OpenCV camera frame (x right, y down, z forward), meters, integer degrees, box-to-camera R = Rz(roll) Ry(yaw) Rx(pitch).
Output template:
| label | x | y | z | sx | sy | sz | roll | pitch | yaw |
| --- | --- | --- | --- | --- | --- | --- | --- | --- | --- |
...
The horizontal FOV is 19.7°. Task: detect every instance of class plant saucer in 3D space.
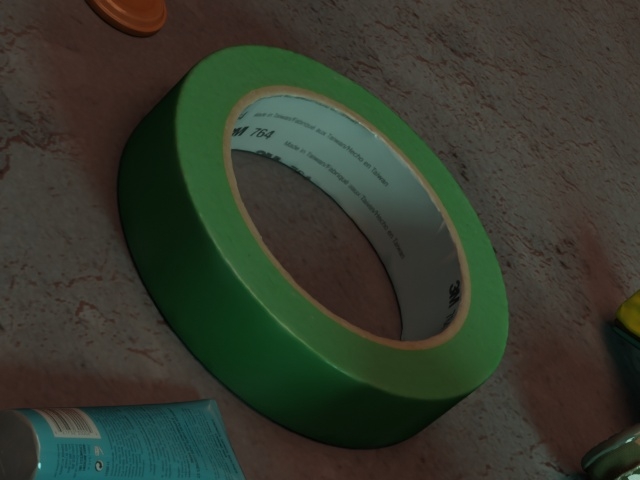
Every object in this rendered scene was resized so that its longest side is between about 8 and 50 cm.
| label | x | y | z | sx | sy | sz | roll | pitch | yaw |
| --- | --- | --- | --- | --- | --- | --- | --- | --- | --- |
| plant saucer | -0.157 | -0.199 | 1.469 | 0.083 | 0.013 | 0.083 | 29 | 37 | -25 |

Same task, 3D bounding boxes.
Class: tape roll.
| label | x | y | z | sx | sy | sz | roll | pitch | yaw |
| --- | --- | --- | --- | --- | --- | --- | --- | --- | --- |
| tape roll | 0.000 | 0.000 | 1.389 | 0.321 | 0.077 | 0.321 | 29 | 39 | -26 |

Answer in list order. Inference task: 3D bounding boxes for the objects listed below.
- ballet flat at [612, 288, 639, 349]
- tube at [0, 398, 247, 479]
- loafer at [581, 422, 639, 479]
| label | x | y | z | sx | sy | sz | roll | pitch | yaw |
| --- | --- | --- | --- | --- | --- | --- | --- | --- | --- |
| ballet flat | 0.336 | 0.103 | 1.584 | 0.077 | 0.077 | 0.231 | 36 | 7 | -38 |
| tube | -0.119 | 0.132 | 1.153 | 0.207 | 0.052 | 0.080 | 7 | 56 | -51 |
| loafer | 0.315 | 0.217 | 1.506 | 0.251 | 0.094 | 0.087 | 23 | 41 | -35 |
